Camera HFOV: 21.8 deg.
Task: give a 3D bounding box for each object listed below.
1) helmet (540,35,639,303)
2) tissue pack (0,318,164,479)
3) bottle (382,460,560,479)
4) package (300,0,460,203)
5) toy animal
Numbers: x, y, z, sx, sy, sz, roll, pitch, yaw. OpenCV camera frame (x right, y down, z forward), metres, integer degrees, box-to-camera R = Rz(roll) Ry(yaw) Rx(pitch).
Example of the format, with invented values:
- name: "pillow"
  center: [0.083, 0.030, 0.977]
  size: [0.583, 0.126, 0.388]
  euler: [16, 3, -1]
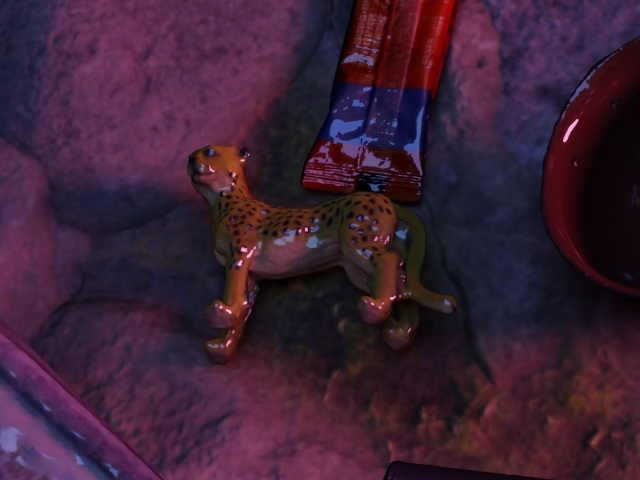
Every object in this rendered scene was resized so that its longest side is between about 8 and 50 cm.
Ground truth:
- name: "helmet"
  center: [0.217, -0.029, 1.002]
  size: [0.155, 0.106, 0.175]
  euler: [-21, 61, 15]
- name: "tissue pack"
  center: [-0.171, 0.135, 0.914]
  size: [0.124, 0.288, 0.394]
  euler: [-45, 65, -10]
- name: "bottle"
  center: [0.155, 0.171, 0.946]
  size: [0.244, 0.072, 0.082]
  euler: [6, 86, 14]
- name: "package"
  center: [0.047, -0.120, 1.127]
  size: [0.083, 0.022, 0.200]
  euler: [8, 69, 16]
- name: "toy animal"
  center: [0.000, 0.000, 1.060]
  size: [0.181, 0.073, 0.136]
  euler: [-4, 58, 14]
